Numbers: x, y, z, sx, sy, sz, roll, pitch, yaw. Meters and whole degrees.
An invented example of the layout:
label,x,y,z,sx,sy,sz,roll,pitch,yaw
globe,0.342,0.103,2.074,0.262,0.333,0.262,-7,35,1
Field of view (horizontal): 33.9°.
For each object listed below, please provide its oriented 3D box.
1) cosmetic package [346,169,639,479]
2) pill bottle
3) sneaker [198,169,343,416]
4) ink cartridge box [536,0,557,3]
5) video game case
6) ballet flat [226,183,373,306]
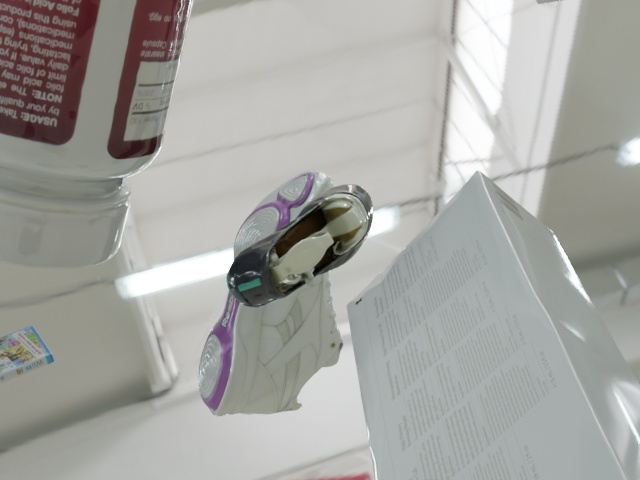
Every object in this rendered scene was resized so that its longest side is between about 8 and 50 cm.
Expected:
label,x,y,z,sx,sy,sz,roll,pitch,yaw
cosmetic package,0.072,0.070,0.415,0.060,0.239,0.099,38,-70,-21
pill bottle,-0.234,-0.188,0.945,0.224,0.224,0.392,5,-70,-33
sneaker,-0.033,0.064,1.201,0.152,0.114,0.305,12,-71,-28
ink cartridge box,0.282,-0.351,1.216,0.099,0.056,0.135,0,-45,37
video game case,-0.426,0.159,1.313,0.166,0.119,0.015,-22,-69,-20
ballet flat,0.000,0.000,0.988,0.203,0.074,0.074,-34,-23,-38
